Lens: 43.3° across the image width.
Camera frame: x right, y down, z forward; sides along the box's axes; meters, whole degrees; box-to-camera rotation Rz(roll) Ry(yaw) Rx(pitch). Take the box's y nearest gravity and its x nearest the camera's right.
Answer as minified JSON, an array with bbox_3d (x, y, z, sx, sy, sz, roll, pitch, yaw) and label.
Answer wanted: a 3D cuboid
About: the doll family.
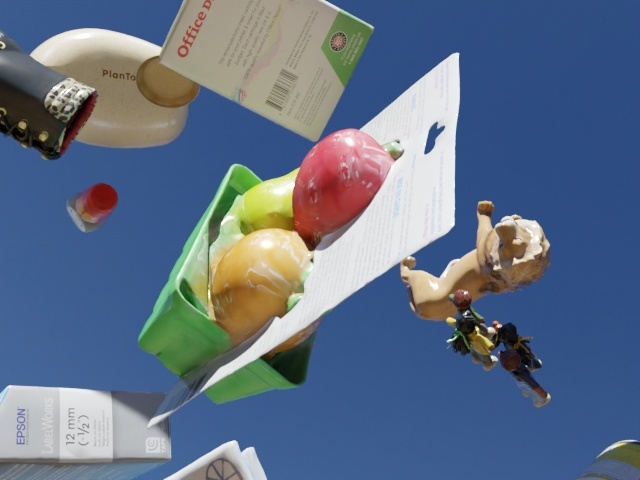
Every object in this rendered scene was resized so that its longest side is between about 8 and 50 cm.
[{"bbox_3d":[0.220,0.132,1.011,0.193,0.076,0.111,28,-19,43],"label":"doll family"}]

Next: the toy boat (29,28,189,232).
[{"bbox_3d":[-0.350,-0.176,1.283,0.268,0.318,0.148,10,-14,-26],"label":"toy boat"}]

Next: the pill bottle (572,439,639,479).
[{"bbox_3d":[0.327,0.301,0.899,0.103,0.184,0.103,11,-72,39],"label":"pill bottle"}]

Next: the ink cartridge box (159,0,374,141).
[{"bbox_3d":[-0.066,-0.235,0.981,0.213,0.093,0.154,26,-84,-8],"label":"ink cartridge box"}]

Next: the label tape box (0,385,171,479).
[{"bbox_3d":[-0.427,0.294,1.164,0.348,0.115,0.249,13,-32,-34],"label":"label tape box"}]

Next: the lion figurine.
[{"bbox_3d":[0.289,0.068,1.573,0.142,0.240,0.392,29,-51,-16],"label":"lion figurine"}]

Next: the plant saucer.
[{"bbox_3d":[-0.198,-0.211,1.053,0.084,0.015,0.083,-1,-44,-1],"label":"plant saucer"}]

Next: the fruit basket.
[{"bbox_3d":[0.000,0.000,0.768,0.353,0.327,0.165,-31,-66,27],"label":"fruit basket"}]

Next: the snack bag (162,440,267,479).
[{"bbox_3d":[-0.106,0.348,0.600,0.343,0.037,0.323,-33,-105,35],"label":"snack bag"}]

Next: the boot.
[{"bbox_3d":[-0.372,-0.134,0.871,0.179,0.236,0.085,30,-35,-3],"label":"boot"}]
